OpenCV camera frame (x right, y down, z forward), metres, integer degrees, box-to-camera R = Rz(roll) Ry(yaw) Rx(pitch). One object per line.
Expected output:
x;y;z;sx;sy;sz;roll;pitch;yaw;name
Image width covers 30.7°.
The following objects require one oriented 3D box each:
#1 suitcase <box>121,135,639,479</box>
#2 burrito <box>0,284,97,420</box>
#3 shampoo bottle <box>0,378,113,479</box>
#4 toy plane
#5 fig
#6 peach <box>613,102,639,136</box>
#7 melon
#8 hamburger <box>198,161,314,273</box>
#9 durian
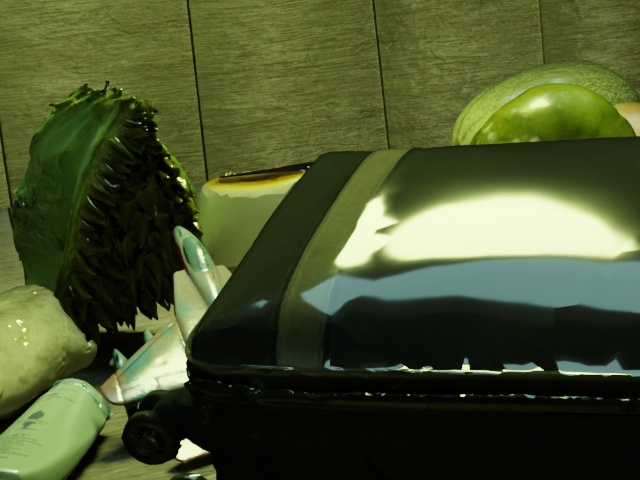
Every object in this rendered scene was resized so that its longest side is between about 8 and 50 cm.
0.129;0.056;0.678;0.434;0.194;0.283;-1;28;20;suitcase
-0.323;0.115;1.004;0.143;0.105;0.299;2;9;22;burrito
-0.209;0.152;0.852;0.072;0.049;0.212;-10;8;5;shampoo bottle
-0.087;0.077;0.994;0.223;0.104;0.326;-8;25;-16;toy plane
0.311;-0.091;1.521;0.233;0.233;0.314;-2;5;23;fig
0.443;-0.099;1.631;0.184;0.184;0.184;-6;9;1;peach
0.374;-0.166;1.901;0.329;0.248;0.248;-15;10;-11;melon
0.000;0.000;1.289;0.294;0.179;0.276;-5;5;29;hamburger
-0.223;-0.017;1.216;0.163;0.198;0.394;-13;-30;-30;durian
